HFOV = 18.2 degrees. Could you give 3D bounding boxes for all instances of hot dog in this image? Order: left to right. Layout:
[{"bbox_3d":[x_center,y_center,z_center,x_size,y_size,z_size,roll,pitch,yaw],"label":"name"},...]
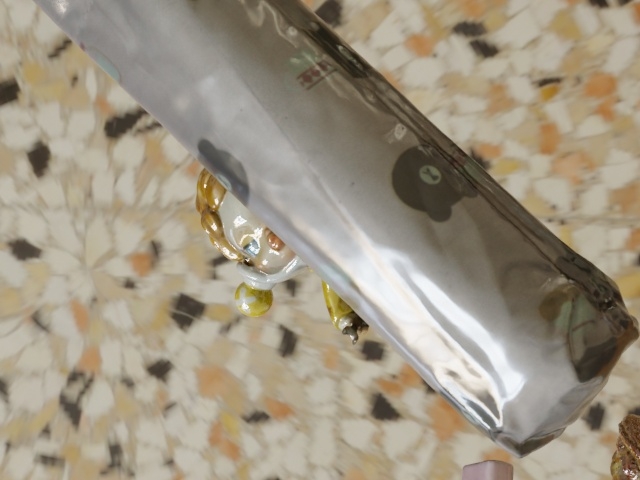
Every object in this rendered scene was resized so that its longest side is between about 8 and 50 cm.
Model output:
[{"bbox_3d":[0.257,0.176,1.621,0.035,0.083,0.058,5,111,-2],"label":"hot dog"}]

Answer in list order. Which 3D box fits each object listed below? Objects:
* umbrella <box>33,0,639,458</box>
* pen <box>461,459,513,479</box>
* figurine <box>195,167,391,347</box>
[{"bbox_3d":[-0.019,-0.055,0.766,0.337,0.067,0.073,43,115,13],"label":"umbrella"},{"bbox_3d":[0.111,0.255,1.412,0.032,0.053,0.197,19,65,-33],"label":"pen"},{"bbox_3d":[0.004,-0.003,1.015,0.143,0.068,0.101,16,111,17],"label":"figurine"}]
